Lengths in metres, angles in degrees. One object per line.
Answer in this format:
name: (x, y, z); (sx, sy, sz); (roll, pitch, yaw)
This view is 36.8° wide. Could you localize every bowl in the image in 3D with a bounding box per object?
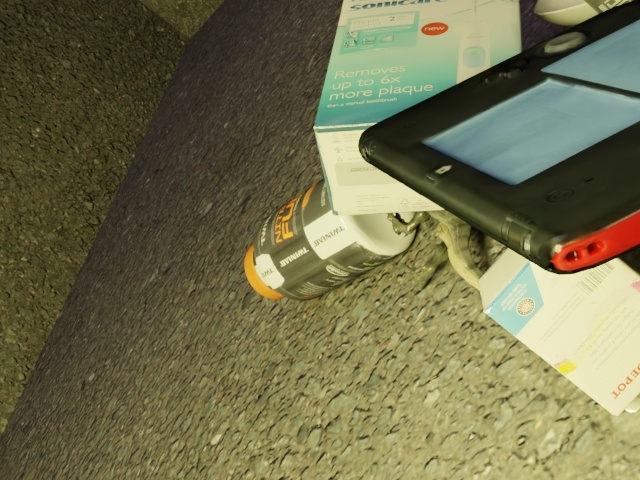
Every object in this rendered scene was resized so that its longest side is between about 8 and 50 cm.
bowl: (0.330, -0.307, 1.112); (0.142, 0.053, 0.142); (-58, 20, -8)

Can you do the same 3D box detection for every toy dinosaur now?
toy dinosaur: (0.137, -0.014, 1.072); (0.118, 0.064, 0.268); (-34, 32, 30)

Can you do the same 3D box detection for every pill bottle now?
pill bottle: (0.000, 0.000, 1.241); (0.246, 0.130, 0.130); (-31, 31, 47)

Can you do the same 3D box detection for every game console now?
game console: (0.236, -0.110, 0.766); (0.342, 0.060, 0.386); (-23, 21, -9)

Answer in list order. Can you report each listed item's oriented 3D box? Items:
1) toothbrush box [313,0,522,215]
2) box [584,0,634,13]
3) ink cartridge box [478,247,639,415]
toothbrush box: (0.125, -0.170, 1.097); (0.217, 0.126, 0.295); (-2, 40, 13)
box: (0.297, -0.357, 0.901); (0.242, 0.307, 0.076); (-41, 29, 34)
ink cartridge box: (0.204, 0.053, 0.723); (0.092, 0.143, 0.090); (-50, 4, 12)
